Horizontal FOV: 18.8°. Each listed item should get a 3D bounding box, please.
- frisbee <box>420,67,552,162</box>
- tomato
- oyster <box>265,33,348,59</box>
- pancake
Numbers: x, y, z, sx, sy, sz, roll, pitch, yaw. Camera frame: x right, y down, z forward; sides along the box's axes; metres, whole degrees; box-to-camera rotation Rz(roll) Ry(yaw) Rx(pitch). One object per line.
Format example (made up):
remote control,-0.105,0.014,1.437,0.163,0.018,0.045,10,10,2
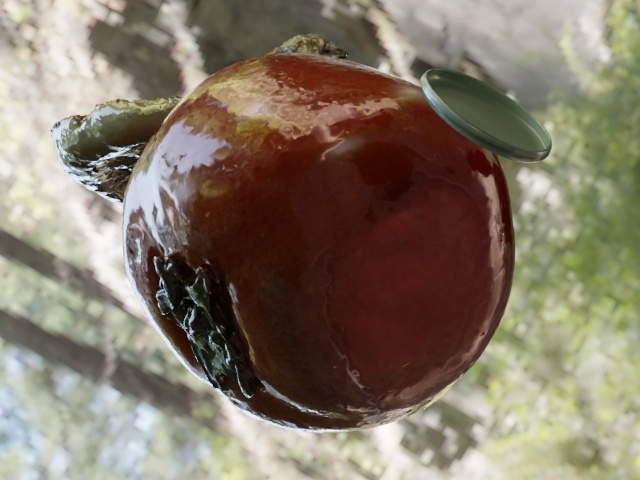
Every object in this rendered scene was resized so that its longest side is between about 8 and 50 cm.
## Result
frisbee,0.121,-0.091,1.415,0.110,0.110,0.014,-19,-37,-60
tomato,0.000,0.000,1.645,0.290,0.293,0.325,-33,-64,-28
oyster,-0.035,-0.171,1.942,0.165,0.108,0.053,-57,-42,-59
pancake,-0.102,-0.072,1.978,0.356,0.356,0.065,54,-141,-68
